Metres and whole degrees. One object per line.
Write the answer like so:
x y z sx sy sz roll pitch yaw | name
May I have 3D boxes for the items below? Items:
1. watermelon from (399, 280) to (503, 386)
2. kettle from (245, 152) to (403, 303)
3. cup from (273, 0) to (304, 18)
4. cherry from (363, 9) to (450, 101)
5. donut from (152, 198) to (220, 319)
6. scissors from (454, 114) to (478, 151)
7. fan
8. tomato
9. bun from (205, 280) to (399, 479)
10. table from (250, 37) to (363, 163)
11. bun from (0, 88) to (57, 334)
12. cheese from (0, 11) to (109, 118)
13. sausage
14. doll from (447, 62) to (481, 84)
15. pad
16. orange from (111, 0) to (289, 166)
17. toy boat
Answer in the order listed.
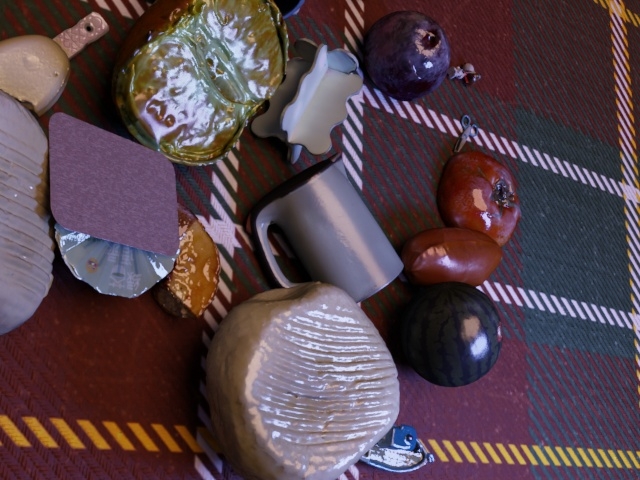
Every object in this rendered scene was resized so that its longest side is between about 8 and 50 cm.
0.261 0.189 1.660 0.212 0.212 0.212 11 72 -36 | watermelon
0.000 0.000 1.544 0.240 0.165 0.255 -34 101 -10 | kettle
-0.129 -0.581 1.516 0.331 0.257 0.311 8 72 -35 | cup
0.187 -0.398 1.766 0.195 0.195 0.195 11 72 -36 | cherry
-0.256 0.023 1.371 0.217 0.085 0.141 55 52 -15 | donut
0.340 -0.246 1.958 0.058 0.014 0.119 45 52 -20 | scissors
-0.298 0.019 1.242 0.240 0.009 0.131 14 79 -52 | fan
0.378 -0.095 1.899 0.236 0.095 0.237 11 71 -37 | tomato
-0.048 0.246 1.387 0.349 0.227 0.352 15 67 -35 | bun
-0.026 -0.259 1.588 0.166 0.166 0.198 38 66 -25 | table
-0.486 -0.037 1.080 0.361 0.213 0.361 1 90 -80 | bun
-0.433 -0.292 1.332 0.127 0.050 0.255 53 53 -15 | cheese
0.279 0.034 1.765 0.258 0.133 0.133 1 78 -36 | sausage
0.345 -0.396 1.986 0.085 0.040 0.058 -26 83 -44 | doll
-0.300 -0.078 1.238 0.266 0.002 0.176 21 58 -57 | pad
-0.210 -0.286 1.409 0.262 0.196 0.334 41 66 -30 | orange
0.134 0.391 1.578 0.215 0.102 0.088 25 66 -32 | toy boat
